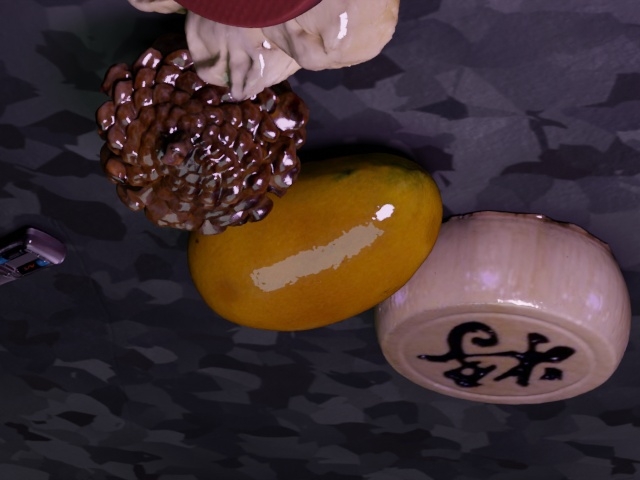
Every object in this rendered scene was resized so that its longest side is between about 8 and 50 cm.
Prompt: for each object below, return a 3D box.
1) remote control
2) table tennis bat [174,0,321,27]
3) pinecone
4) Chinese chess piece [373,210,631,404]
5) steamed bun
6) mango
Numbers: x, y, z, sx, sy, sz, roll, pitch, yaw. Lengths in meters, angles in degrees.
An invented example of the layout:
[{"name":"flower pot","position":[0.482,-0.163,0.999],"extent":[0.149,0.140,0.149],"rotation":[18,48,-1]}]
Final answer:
[{"name":"remote control","position":[-0.351,0.032,1.907],"extent":[0.059,0.028,0.212],"rotation":[28,145,-36]},{"name":"table tennis bat","position":[-0.098,-0.262,1.098],"extent":[0.310,0.038,0.200],"rotation":[49,134,12]},{"name":"pinecone","position":[-0.098,-0.089,1.505],"extent":[0.179,0.150,0.195],"rotation":[4,152,4]},{"name":"Chinese chess piece","position":[0.181,0.072,1.796],"extent":[0.257,0.104,0.257],"rotation":[5,151,3]},{"name":"steamed bun","position":[-0.019,-0.246,1.161],"extent":[0.137,0.295,0.292],"rotation":[-23,-160,-39]},{"name":"mango","position":[0.000,0.003,1.671],"extent":[0.254,0.139,0.175],"rotation":[-13,153,21]}]
